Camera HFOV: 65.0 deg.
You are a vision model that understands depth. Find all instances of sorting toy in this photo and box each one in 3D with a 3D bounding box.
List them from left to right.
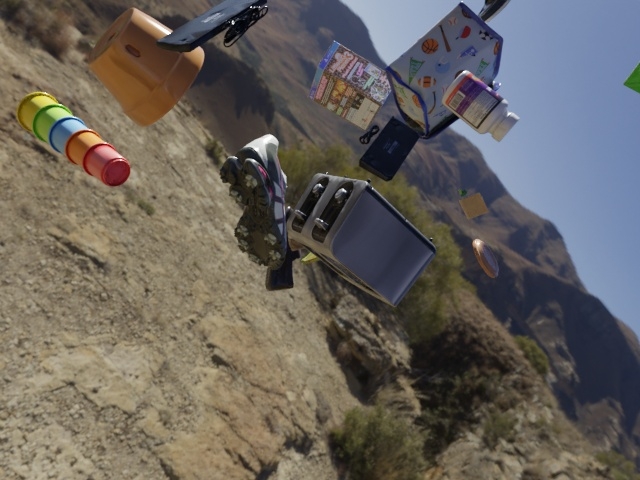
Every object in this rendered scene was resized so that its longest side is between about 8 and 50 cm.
[{"bbox_3d":[0.393,-0.101,1.304,0.012,0.062,0.083,-39,103,-51],"label":"sorting toy"}]

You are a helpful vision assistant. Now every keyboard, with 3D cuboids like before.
[{"bbox_3d":[-0.153,-0.326,0.776,0.100,0.192,0.038,19,-38,30],"label":"keyboard"},{"bbox_3d":[0.140,-0.207,1.094,0.108,0.023,0.180,34,54,2],"label":"keyboard"}]

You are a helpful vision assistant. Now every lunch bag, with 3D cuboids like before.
[{"bbox_3d":[0.424,-0.526,1.699,0.239,0.327,0.385,53,5,16],"label":"lunch bag"}]

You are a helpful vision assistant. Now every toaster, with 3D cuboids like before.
[{"bbox_3d":[0.057,-0.003,0.725,0.185,0.110,0.168,39,-6,-27],"label":"toaster"}]

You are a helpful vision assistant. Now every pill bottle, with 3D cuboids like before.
[{"bbox_3d":[0.431,-0.355,1.350,0.193,0.108,0.108,42,11,9],"label":"pill bottle"}]

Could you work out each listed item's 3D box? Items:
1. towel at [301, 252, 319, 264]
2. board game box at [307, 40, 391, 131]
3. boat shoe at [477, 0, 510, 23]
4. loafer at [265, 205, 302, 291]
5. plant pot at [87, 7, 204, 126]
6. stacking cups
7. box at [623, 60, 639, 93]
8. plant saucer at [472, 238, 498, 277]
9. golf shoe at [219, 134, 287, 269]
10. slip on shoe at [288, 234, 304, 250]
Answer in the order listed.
[{"bbox_3d":[0.018,0.035,1.835,0.021,0.102,0.237,52,-30,-11],"label":"towel"},{"bbox_3d":[0.122,-0.615,2.031,0.291,0.141,0.232,30,-18,-3],"label":"board game box"},{"bbox_3d":[0.639,-0.906,1.798,0.113,0.340,0.127,41,-7,-13],"label":"boat shoe"},{"bbox_3d":[-0.086,0.024,1.270,0.078,0.220,0.080,12,-9,-15],"label":"loafer"},{"bbox_3d":[-0.498,-0.495,1.398,0.203,0.291,0.291,39,19,-39],"label":"plant pot"},{"bbox_3d":[-0.508,-0.214,1.050,0.316,0.096,0.096,31,2,26],"label":"stacking cups"},{"bbox_3d":[1.112,-0.511,1.522,0.262,0.231,0.127,38,-21,16],"label":"box"},{"bbox_3d":[0.331,0.034,1.000,0.083,0.013,0.084,37,36,-33],"label":"plant saucer"},{"bbox_3d":[-0.095,-0.058,0.917,0.273,0.105,0.120,88,26,-46],"label":"golf shoe"},{"bbox_3d":[0.000,0.000,1.027,0.051,0.135,0.041,-46,133,-78],"label":"slip on shoe"}]
